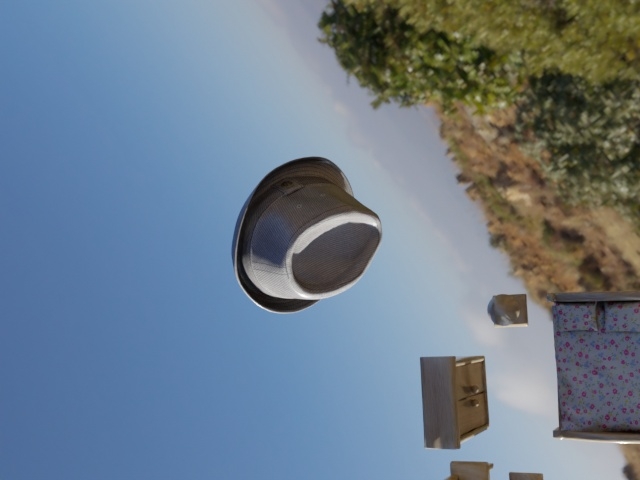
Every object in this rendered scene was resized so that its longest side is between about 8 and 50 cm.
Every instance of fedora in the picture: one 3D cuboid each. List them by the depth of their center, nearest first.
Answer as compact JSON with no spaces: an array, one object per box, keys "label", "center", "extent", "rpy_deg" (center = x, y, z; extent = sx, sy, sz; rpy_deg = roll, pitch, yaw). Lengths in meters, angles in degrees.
[{"label":"fedora","center":[0.000,0.000,1.241],"extent":[0.124,0.275,0.244],"rpy_deg":[15,115,46]}]

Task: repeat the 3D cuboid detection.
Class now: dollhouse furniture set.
[{"label":"dollhouse furniture set","center":[0.321,0.214,1.016],"extent":[0.174,0.355,0.303],"rpy_deg":[11,-104,-64]}]
